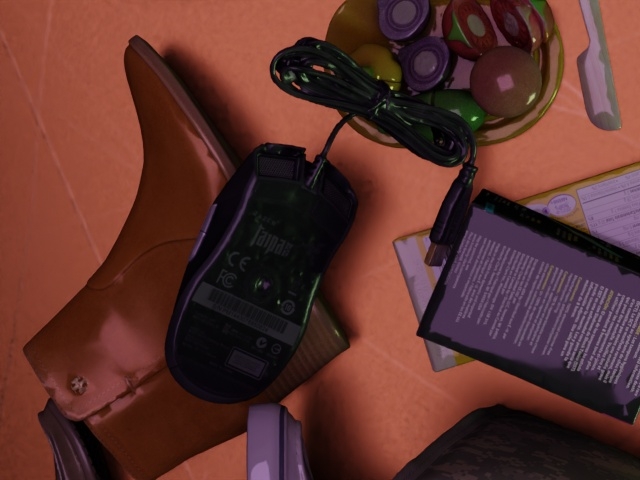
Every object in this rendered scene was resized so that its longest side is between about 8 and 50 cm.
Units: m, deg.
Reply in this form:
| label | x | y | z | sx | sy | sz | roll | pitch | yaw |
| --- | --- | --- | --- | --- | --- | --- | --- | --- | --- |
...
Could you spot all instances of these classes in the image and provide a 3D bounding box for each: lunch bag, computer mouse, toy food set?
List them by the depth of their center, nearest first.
| label | x | y | z | sx | sy | sz | roll | pitch | yaw |
| --- | --- | --- | --- | --- | --- | --- | --- | --- | --- |
| lunch bag | 0.166 | 0.227 | 1.289 | 0.235 | 0.287 | 0.169 | 22 | 96 | 18 |
| computer mouse | 0.000 | 0.000 | 1.374 | 0.184 | 0.060 | 0.262 | 20 | 94 | -23 |
| toy food set | 0.105 | -0.132 | 1.406 | 0.218 | 0.071 | 0.128 | -3 | 93 | 9 |

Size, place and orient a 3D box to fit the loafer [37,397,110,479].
| label | x | y | z | sx | sy | sz | roll | pitch | yaw |
| --- | --- | --- | --- | --- | --- | --- | --- | --- | --- |
| loafer | -0.185 | 0.191 | 1.480 | 0.050 | 0.056 | 0.148 | -24 | 89 | 4 |

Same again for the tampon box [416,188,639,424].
| label | x | y | z | sx | sy | sz | roll | pitch | yaw |
| --- | --- | --- | --- | --- | --- | --- | --- | --- | --- |
| tampon box | 0.163 | 0.045 | 1.353 | 0.161 | 0.120 | 0.101 | 23 | 98 | 6 |

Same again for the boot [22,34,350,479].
| label | x | y | z | sx | sy | sz | roll | pitch | yaw |
| --- | --- | --- | --- | --- | --- | --- | --- | --- | --- |
| boot | -0.135 | 0.020 | 1.433 | 0.211 | 0.104 | 0.295 | -31 | 94 | 4 |

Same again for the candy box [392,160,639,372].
| label | x | y | z | sx | sy | sz | roll | pitch | yaw |
| --- | --- | --- | --- | --- | --- | --- | --- | --- | --- |
| candy box | 0.166 | 0.018 | 1.427 | 0.206 | 0.027 | 0.105 | -17 | 94 | 10 |

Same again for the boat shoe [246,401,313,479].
| label | x | y | z | sx | sy | sz | roll | pitch | yaw |
| --- | --- | --- | --- | --- | --- | --- | --- | --- | --- |
| boat shoe | 0.006 | 0.240 | 1.360 | 0.088 | 0.096 | 0.267 | -10 | 91 | 3 |
